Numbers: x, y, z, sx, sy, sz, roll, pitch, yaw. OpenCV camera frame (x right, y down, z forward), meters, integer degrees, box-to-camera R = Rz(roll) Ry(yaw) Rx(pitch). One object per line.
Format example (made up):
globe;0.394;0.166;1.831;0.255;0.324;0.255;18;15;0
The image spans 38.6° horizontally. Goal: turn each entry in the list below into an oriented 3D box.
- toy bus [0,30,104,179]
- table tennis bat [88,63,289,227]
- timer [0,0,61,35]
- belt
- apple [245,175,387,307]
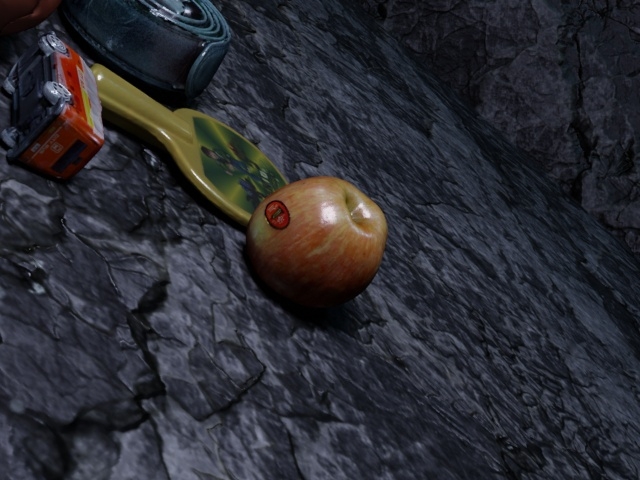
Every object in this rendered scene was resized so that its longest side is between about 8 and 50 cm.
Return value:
toy bus;-0.260;-0.134;0.899;0.077;0.079;0.174;36;20;-36
table tennis bat;-0.146;-0.104;1.074;0.321;0.050;0.198;32;25;-31
timer;-0.347;-0.326;0.911;0.215;0.229;0.229;27;26;-29
belt;-0.223;-0.284;1.189;0.206;0.116;0.267;13;32;-44
apple;0.000;0.000;0.990;0.146;0.131;0.146;37;25;-21
